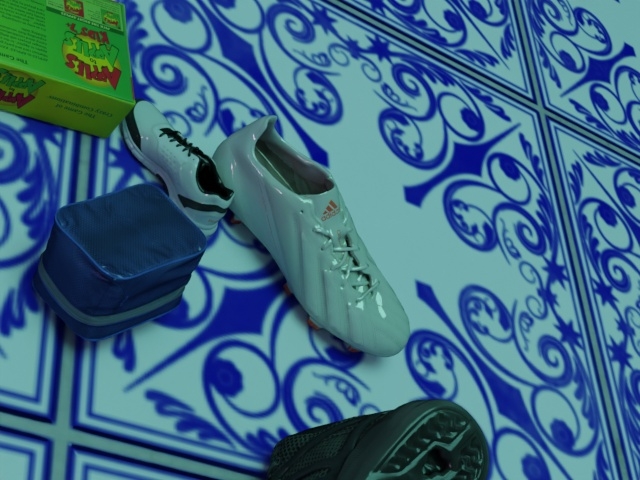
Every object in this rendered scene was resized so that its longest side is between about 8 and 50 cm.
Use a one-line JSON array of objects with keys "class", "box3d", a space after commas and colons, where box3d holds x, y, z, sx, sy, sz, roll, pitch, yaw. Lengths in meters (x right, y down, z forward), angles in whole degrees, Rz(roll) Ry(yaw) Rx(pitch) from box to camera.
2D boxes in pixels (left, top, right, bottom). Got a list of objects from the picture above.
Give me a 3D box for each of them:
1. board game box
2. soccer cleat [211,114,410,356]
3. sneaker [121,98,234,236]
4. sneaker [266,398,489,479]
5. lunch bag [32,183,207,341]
[{"class": "board game box", "box3d": [-0.213, -0.135, 0.754, 0.181, 0.043, 0.092, 14, 51, -35]}, {"class": "soccer cleat", "box3d": [0.000, 0.000, 0.820, 0.196, 0.076, 0.068, 48, 39, -2]}, {"class": "sneaker", "box3d": [-0.096, -0.057, 0.803, 0.040, 0.044, 0.109, -27, 78, -48]}, {"class": "sneaker", "box3d": [-0.014, 0.178, 0.670, 0.227, 0.130, 0.087, -41, 96, -23]}, {"class": "lunch bag", "box3d": [-0.120, 0.014, 0.706, 0.067, 0.065, 0.098, 46, 37, 20]}]
